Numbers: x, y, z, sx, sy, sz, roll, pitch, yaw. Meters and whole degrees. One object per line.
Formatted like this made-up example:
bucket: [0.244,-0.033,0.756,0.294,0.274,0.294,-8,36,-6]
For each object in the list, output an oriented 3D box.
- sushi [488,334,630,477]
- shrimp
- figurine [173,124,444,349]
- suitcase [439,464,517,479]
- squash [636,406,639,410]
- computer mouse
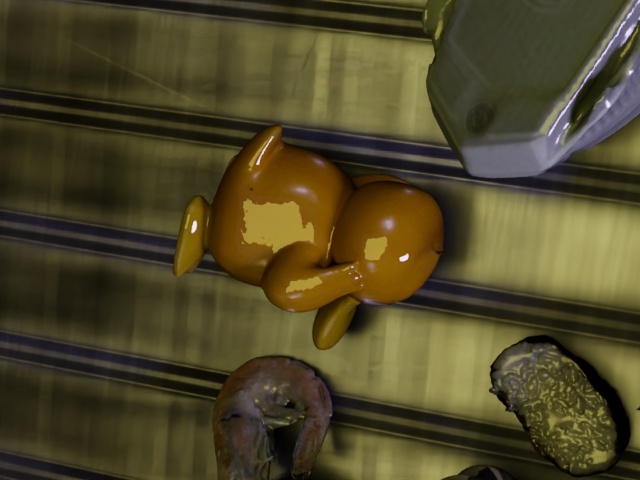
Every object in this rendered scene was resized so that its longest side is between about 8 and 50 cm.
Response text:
sushi: [0.231,0.157,1.524,0.090,0.078,0.150,-44,78,9]
shrimp: [-0.047,0.210,1.591,0.126,0.047,0.223,-12,53,11]
figurine: [-0.006,-0.008,1.547,0.228,0.215,0.215,36,103,1]
suitcase: [0.191,0.378,1.442,0.351,0.194,0.339,40,129,13]
squash: [0.324,0.025,1.478,0.169,0.093,0.252,45,105,10]
computer mouse: [0.255,-0.240,1.457,0.228,0.145,0.429,34,97,40]
